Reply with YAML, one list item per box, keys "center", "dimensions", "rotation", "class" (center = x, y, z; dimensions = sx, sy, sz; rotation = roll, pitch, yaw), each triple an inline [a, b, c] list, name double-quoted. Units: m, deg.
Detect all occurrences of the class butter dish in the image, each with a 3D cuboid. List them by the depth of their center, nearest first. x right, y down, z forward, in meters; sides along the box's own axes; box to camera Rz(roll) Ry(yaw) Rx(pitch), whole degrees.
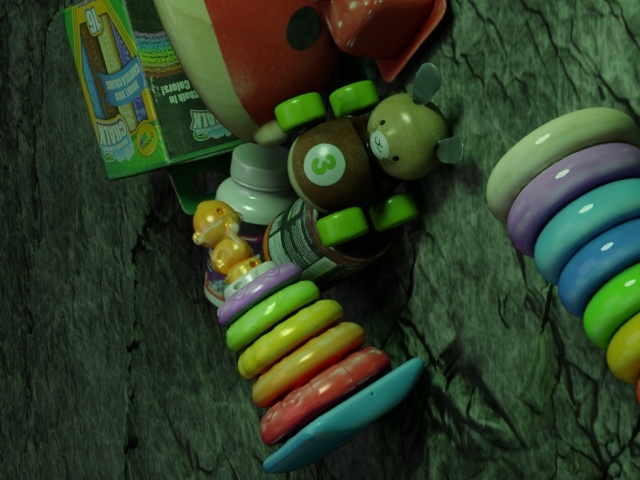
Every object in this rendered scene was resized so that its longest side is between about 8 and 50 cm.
- center: [0.041, -0.262, 1.718]
  dimensions: [0.160, 0.118, 0.160]
  rotation: [-49, 51, 55]
  class: "butter dish"

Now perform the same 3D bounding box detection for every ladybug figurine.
- center: [-0.085, -0.322, 1.836]
  dimensions: [0.161, 0.305, 0.449]
  rotation: [-19, 81, 20]
  class: "ladybug figurine"

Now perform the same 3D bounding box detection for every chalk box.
- center: [-0.173, -0.178, 2.060]
  dimensions: [0.179, 0.180, 0.289]
  rotation: [-6, 99, 58]
  class: "chalk box"

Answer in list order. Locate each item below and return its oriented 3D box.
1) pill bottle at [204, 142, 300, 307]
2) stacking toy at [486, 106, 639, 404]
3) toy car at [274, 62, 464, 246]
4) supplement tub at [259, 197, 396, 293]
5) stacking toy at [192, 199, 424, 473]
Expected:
- center: [-0.078, -0.015, 2.015]
  dimensions: [0.108, 0.108, 0.194]
  rotation: [48, 136, 51]
  class: "pill bottle"
- center: [0.261, 0.059, 1.328]
  dimensions: [0.330, 0.141, 0.141]
  rotation: [64, 147, 26]
  class: "stacking toy"
- center: [0.069, -0.099, 1.682]
  dimensions: [0.188, 0.149, 0.155]
  rotation: [-24, 85, 50]
  class: "toy car"
- center: [0.000, 0.000, 1.863]
  dimensions: [0.198, 0.106, 0.106]
  rotation: [146, 116, -62]
  class: "supplement tub"
- center: [-0.049, 0.086, 1.795]
  dimensions: [0.302, 0.175, 0.166]
  rotation: [55, 148, 7]
  class: "stacking toy"
